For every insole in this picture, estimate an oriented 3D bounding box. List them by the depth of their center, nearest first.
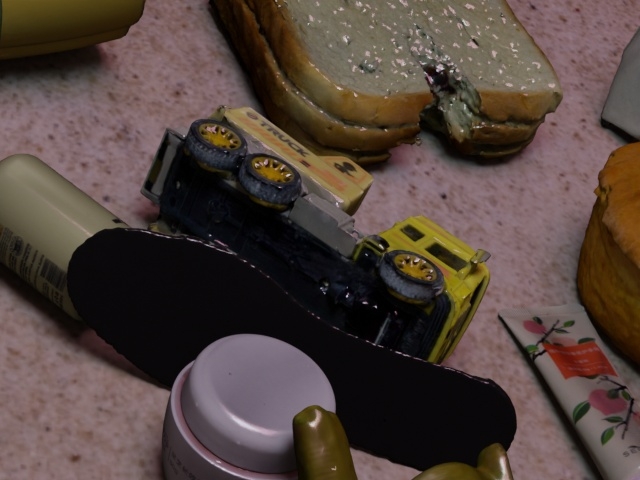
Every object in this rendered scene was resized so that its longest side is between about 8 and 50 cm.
[{"bbox_3d":[-0.020,0.084,1.380,0.348,0.119,0.009,22,22,-9],"label":"insole"}]

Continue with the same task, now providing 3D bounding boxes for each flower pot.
[{"bbox_3d":[-0.265,-0.234,1.563,0.179,0.195,0.195,-21,56,-26],"label":"flower pot"}]

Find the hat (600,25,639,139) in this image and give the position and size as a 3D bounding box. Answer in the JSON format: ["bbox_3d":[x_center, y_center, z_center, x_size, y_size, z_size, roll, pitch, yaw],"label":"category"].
[{"bbox_3d":[0.436,-0.112,1.779,0.258,0.168,0.301,-9,54,-29],"label":"hat"}]

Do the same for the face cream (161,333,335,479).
[{"bbox_3d":[-0.051,0.131,1.315,0.117,0.104,0.117,14,42,-12],"label":"face cream"}]

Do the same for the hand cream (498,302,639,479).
[{"bbox_3d":[0.217,0.127,1.505,0.080,0.050,0.234,-2,40,-23],"label":"hand cream"}]

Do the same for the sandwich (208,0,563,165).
[{"bbox_3d":[0.058,-0.173,1.716,0.273,0.095,0.249,-3,50,-31],"label":"sandwich"}]

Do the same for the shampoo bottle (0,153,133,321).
[{"bbox_3d":[-0.211,-0.014,1.415,0.162,0.079,0.079,36,41,15],"label":"shampoo bottle"}]

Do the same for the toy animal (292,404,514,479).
[{"bbox_3d":[0.007,0.215,1.186,0.363,0.180,0.181,4,15,-29],"label":"toy animal"}]

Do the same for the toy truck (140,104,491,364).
[{"bbox_3d":[0.000,0.000,1.476,0.272,0.124,0.157,34,30,16],"label":"toy truck"}]

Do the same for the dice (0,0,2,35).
[{"bbox_3d":[-0.424,-0.131,1.249,0.330,0.322,0.318,41,42,18],"label":"dice"}]

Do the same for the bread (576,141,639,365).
[{"bbox_3d":[0.332,0.015,1.608,0.268,0.145,0.268,14,37,-10],"label":"bread"}]
